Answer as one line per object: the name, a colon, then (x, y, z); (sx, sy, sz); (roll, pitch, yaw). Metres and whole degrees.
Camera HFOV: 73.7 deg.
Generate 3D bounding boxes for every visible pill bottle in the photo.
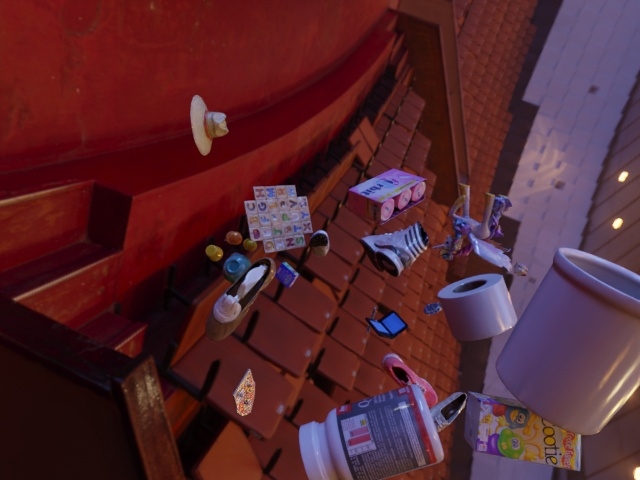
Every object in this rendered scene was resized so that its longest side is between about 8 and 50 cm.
pill bottle: (0.137, 0.554, 1.193); (0.210, 0.362, 0.210); (-18, 90, -87)

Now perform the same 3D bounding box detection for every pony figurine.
pony figurine: (0.726, -0.042, 1.957); (0.303, 0.350, 0.364); (-34, 141, -68)

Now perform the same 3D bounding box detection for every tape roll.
tape roll: (0.580, 0.245, 1.589); (0.246, 0.246, 0.169); (-32, 103, -79)

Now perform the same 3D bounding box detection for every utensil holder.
utensil holder: (0.704, 0.264, 1.145); (0.327, 0.327, 0.386); (-53, 164, -67)

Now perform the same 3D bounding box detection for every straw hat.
straw hat: (-0.246, -0.268, 0.989); (0.144, 0.061, 0.145); (-3, 90, -87)

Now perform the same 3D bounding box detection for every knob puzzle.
knob puzzle: (-0.348, 0.746, 2.035); (0.213, 0.029, 0.213); (0, 90, -72)

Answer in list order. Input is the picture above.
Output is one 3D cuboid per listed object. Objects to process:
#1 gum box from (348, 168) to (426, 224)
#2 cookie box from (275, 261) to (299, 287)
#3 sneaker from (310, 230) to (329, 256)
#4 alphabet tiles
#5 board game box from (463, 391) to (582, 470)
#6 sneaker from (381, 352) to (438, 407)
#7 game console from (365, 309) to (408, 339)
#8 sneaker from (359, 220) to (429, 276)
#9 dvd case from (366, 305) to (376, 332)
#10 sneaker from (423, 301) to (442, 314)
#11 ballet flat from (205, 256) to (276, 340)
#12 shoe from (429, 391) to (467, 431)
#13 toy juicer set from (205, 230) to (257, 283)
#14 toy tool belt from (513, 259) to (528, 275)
gum box: (0.173, -0.117, 1.082); (0.188, 0.107, 0.062); (-29, 130, -34)
cookie box: (-0.181, 0.184, 2.279); (0.092, 0.107, 0.040); (-55, 160, 18)
sneaker: (0.000, 0.000, 1.909); (0.237, 0.085, 0.086); (91, 8, -69)
alphabet tiles: (-0.177, -0.099, 1.870); (0.342, 0.011, 0.286); (-10, 90, -42)
board game box: (0.576, 0.542, 1.233); (0.144, 0.275, 0.142); (65, 34, -80)
sneaker: (0.398, 0.645, 1.909); (0.116, 0.314, 0.136); (-48, 178, 1)
game console: (0.244, 0.305, 1.584); (0.071, 0.107, 0.122); (-64, -152, 11)
sneaker: (0.362, 0.022, 2.001); (0.257, 0.169, 0.447); (-33, -164, -6)
dvd case: (0.240, 0.372, 2.011); (0.087, 0.013, 0.120); (17, 91, -82)
sneaker: (0.550, 0.317, 2.007); (0.058, 0.135, 0.052); (68, 2, -65)
ballet flat: (-0.267, 0.182, 1.438); (0.342, 0.116, 0.124); (-48, 171, -23)
shoe: (0.454, 0.629, 1.562); (0.219, 0.077, 0.058); (-33, 166, -20)
toy juicer set: (-0.345, 0.101, 1.902); (0.209, 0.329, 0.089); (-41, 161, -5)
toy tool belt: (0.788, 0.108, 1.680); (0.083, 0.052, 0.051); (21, 61, -46)
